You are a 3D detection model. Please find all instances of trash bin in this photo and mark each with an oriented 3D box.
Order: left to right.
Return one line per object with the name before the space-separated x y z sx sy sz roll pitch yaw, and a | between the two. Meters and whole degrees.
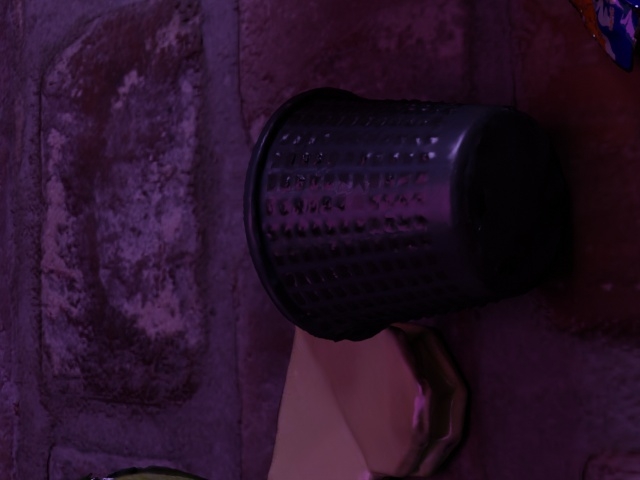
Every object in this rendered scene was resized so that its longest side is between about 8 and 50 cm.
trash bin | 0.067 -0.020 1.044 0.161 0.175 0.175 -3 87 43

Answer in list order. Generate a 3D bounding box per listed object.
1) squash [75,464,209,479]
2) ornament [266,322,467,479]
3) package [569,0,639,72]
squash | -0.076 0.351 1.144 0.384 0.263 0.263 38 119 50
ornament | 0.020 0.123 1.190 0.201 0.059 0.180 -57 44 34
package | 0.178 -0.157 0.984 0.111 0.033 0.077 -106 12 -45
